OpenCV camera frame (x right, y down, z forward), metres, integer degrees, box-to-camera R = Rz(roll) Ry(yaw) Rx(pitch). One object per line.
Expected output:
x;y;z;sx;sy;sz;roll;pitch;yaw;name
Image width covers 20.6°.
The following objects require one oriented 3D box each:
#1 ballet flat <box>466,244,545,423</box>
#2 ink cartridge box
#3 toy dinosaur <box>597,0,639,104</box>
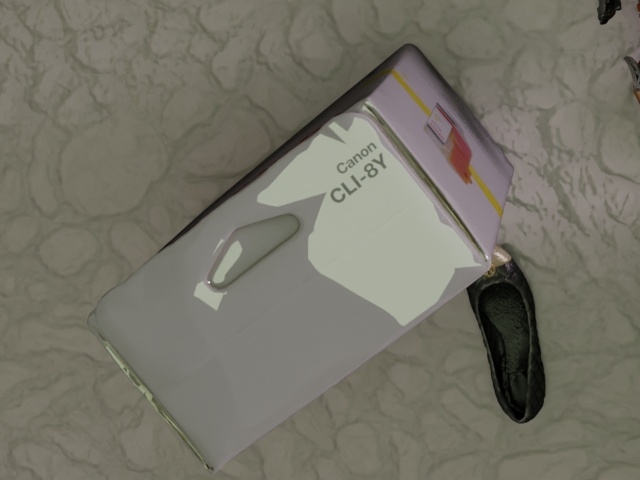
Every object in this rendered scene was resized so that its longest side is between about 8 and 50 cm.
0.173;0.083;1.611;0.057;0.049;0.173;-15;99;11;ballet flat
0.000;0.000;1.447;0.279;0.385;0.160;-38;94;14;ink cartridge box
0.341;-0.254;1.454;0.218;0.164;0.322;6;101;22;toy dinosaur
